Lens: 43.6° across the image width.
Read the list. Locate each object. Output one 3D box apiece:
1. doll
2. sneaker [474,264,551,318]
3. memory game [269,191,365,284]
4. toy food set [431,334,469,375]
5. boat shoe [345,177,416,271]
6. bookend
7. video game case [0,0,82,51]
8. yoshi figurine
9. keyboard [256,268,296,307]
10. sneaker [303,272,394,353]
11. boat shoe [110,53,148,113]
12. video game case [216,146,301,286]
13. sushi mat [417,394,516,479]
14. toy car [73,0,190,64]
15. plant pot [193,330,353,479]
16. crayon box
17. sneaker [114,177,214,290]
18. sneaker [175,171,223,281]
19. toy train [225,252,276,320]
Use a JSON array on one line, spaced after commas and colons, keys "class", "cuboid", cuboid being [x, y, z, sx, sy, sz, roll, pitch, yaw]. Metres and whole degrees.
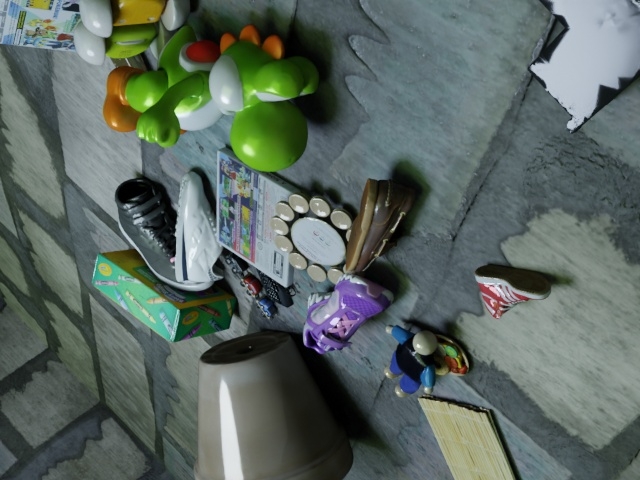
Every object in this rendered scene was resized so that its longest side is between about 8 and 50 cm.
[{"class": "doll", "cuboid": [0.144, 0.189, 1.278, 0.129, 0.046, 0.189, 59, 160, 19]}, {"class": "sneaker", "cuboid": [0.256, 0.074, 1.045, 0.118, 0.042, 0.067, 17, 132, 54]}, {"class": "memory game", "cuboid": [0.000, 0.000, 1.289, 0.186, 0.012, 0.186, 19, 136, 19]}, {"class": "toy food set", "cuboid": [0.196, 0.181, 1.255, 0.083, 0.020, 0.082, 9, 129, 49]}, {"class": "boat shoe", "cuboid": [0.083, -0.013, 1.153, 0.073, 0.073, 0.207, 7, 150, -7]}, {"class": "bookend", "cuboid": [0.244, -0.209, 0.738, 0.156, 0.072, 0.157, 48, 150, 7]}, {"class": "video game case", "cuboid": [-0.478, -0.408, 1.287, 0.329, 0.300, 0.036, -34, 60, 59]}, {"class": "yoshi figurine", "cuboid": [-0.153, -0.182, 1.180, 0.362, 0.203, 0.203, 4, 145, 41]}, {"class": "keyboard", "cuboid": [-0.106, 0.049, 1.495, 0.100, 0.038, 0.192, 13, 133, 45]}, {"class": "sneaker", "cuboid": [0.036, 0.129, 1.308, 0.095, 0.104, 0.236, 31, 153, -12]}, {"class": "boat shoe", "cuboid": [-0.322, -0.291, 1.425, 0.056, 0.048, 0.153, 0, 130, 38]}, {"class": "video game case", "cuboid": [-0.112, -0.040, 1.394, 0.183, 0.023, 0.201, 31, 134, 29]}, {"class": "sushi mat", "cuboid": [0.277, 0.398, 1.377, 0.151, 0.019, 0.316, 5, 126, 52]}, {"class": "toy car", "cuboid": [-0.298, -0.358, 1.224, 0.182, 0.159, 0.136, -44, 63, 59]}, {"class": "plant pot", "cuboid": [-0.121, 0.344, 1.605, 0.323, 0.323, 0.280, -1, 105, 53]}, {"class": "crayon box", "cuboid": [-0.338, 0.109, 1.720, 0.279, 0.165, 0.081, 29, 112, 33]}, {"class": "sneaker", "cuboid": [-0.332, -0.017, 1.651, 0.296, 0.105, 0.146, 40, 152, 27]}, {"class": "sneaker", "cuboid": [-0.232, -0.025, 1.548, 0.095, 0.090, 0.235, 3, 121, -3]}, {"class": "toy train", "cuboid": [-0.134, 0.091, 1.587, 0.036, 0.027, 0.158, -24, 102, 47]}]
